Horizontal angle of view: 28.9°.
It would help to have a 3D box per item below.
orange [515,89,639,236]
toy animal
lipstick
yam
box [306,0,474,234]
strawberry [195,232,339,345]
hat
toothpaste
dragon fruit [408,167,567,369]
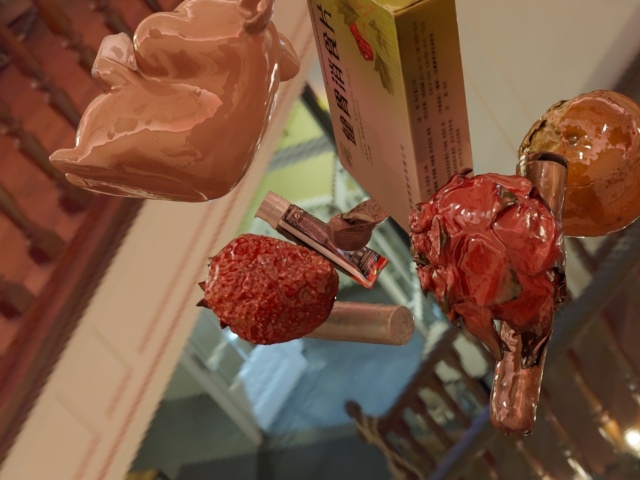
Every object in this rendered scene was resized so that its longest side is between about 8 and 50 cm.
[{"bbox_3d":[0.273,-0.073,1.260,0.156,0.134,0.157,-17,51,22],"label":"orange"},{"bbox_3d":[-0.157,-0.161,1.404,0.212,0.195,0.256,17,82,11],"label":"toy animal"},{"bbox_3d":[0.036,0.094,1.440,0.157,0.048,0.048,1,47,45],"label":"lipstick"},{"bbox_3d":[0.184,0.045,1.095,0.046,0.046,0.264,-8,62,42],"label":"yam"},{"bbox_3d":[0.062,-0.137,1.106,0.062,0.261,0.175,-26,42,-14],"label":"box"},{"bbox_3d":[-0.054,0.060,1.387,0.148,0.131,0.131,18,60,43],"label":"strawberry"},{"bbox_3d":[0.049,-0.013,1.403,0.087,0.042,0.058,-16,27,20],"label":"hat"},{"bbox_3d":[0.000,0.000,1.712,0.071,0.193,0.045,-57,-4,-47],"label":"toothpaste"},{"bbox_3d":[0.124,0.016,0.910,0.121,0.142,0.130,6,66,45],"label":"dragon fruit"}]
